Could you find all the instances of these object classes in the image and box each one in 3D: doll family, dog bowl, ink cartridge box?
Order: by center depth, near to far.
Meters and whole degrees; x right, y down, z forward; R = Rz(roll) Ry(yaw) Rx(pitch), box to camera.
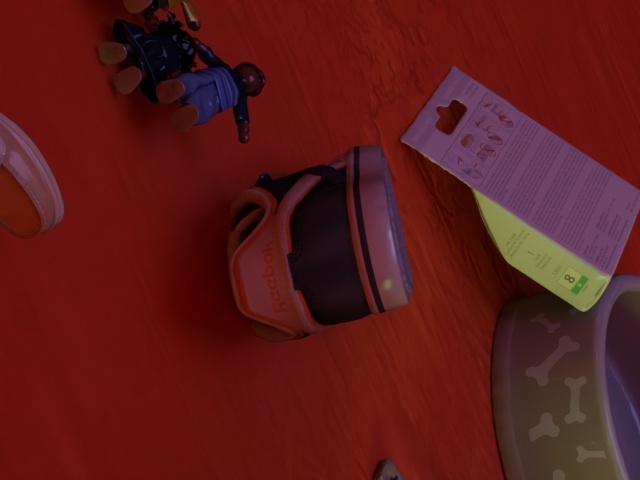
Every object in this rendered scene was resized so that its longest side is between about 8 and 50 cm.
[{"bbox_3d":[-0.106,-0.155,1.360,0.111,0.076,0.193,-28,103,-64],"label":"doll family"},{"bbox_3d":[0.182,-0.050,1.752,0.225,0.056,0.181,32,33,3],"label":"ink cartridge box"},{"bbox_3d":[0.290,0.190,1.781,0.349,0.102,0.348,36,44,-44],"label":"dog bowl"}]

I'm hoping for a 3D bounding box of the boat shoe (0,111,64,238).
[{"bbox_3d":[-0.223,-0.058,1.121,0.170,0.063,0.059,49,38,-17],"label":"boat shoe"}]

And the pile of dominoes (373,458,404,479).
[{"bbox_3d":[0.101,0.310,1.459,0.196,0.040,0.251,45,38,-38],"label":"pile of dominoes"}]

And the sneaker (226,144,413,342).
[{"bbox_3d":[0.000,0.000,1.407,0.321,0.127,0.126,-28,105,-85],"label":"sneaker"}]
